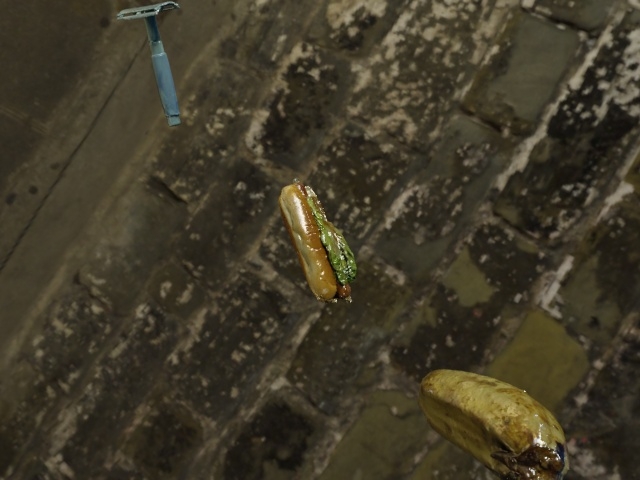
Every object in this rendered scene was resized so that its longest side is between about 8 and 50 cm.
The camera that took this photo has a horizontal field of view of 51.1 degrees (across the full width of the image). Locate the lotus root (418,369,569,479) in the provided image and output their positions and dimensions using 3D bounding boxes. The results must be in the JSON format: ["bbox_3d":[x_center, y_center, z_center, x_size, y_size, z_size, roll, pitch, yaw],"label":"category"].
[{"bbox_3d":[0.205,0.217,0.807,0.097,0.258,0.110,-14,105,-22],"label":"lotus root"}]

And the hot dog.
[{"bbox_3d":[0.000,0.000,0.639,0.041,0.133,0.056,-26,166,20],"label":"hot dog"}]

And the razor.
[{"bbox_3d":[-0.182,-0.196,0.760,0.040,0.068,0.135,-36,123,-49],"label":"razor"}]
